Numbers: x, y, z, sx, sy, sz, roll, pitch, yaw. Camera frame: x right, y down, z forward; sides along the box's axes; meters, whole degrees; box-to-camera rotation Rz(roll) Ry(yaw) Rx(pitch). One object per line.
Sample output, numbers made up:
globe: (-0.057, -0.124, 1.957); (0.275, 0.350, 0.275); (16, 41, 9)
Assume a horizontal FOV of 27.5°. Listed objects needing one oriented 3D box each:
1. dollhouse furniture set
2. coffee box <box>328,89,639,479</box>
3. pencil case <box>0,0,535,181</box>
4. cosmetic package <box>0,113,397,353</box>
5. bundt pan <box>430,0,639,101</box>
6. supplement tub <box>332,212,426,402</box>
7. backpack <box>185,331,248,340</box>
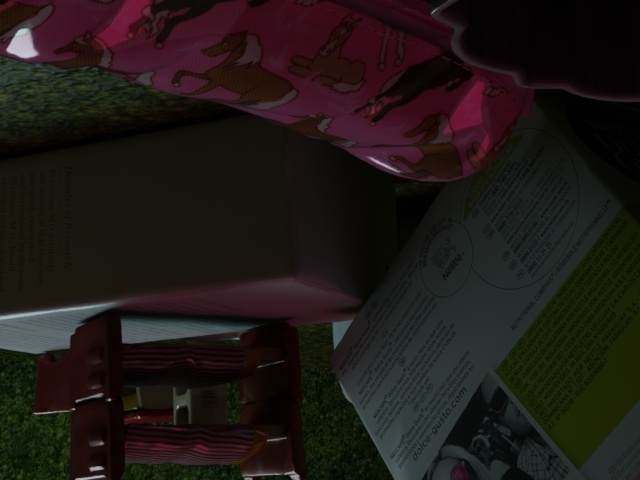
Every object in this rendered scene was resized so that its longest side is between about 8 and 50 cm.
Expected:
dollhouse furniture set: (-0.185, 0.179, 1.349); (0.201, 0.152, 0.374); (4, 167, -28)
coffee box: (0.275, 0.109, 1.141); (0.338, 0.334, 0.338); (8, 126, -37)
pencil case: (-0.039, -0.135, 0.679); (0.160, 0.167, 0.386); (-45, 147, 25)
cosmetic package: (-0.174, 0.005, 1.285); (0.453, 0.161, 0.230); (-7, 167, 25)
bundt pan: (0.214, -0.172, 0.611); (0.331, 0.124, 0.331); (-2, 167, 0)
supplement tub: (0.195, 0.088, 1.535); (0.331, 0.241, 0.241); (1, 168, -11)
backpack: (-0.120, 0.040, 1.511); (0.188, 0.144, 0.166); (-4, 162, -2)
